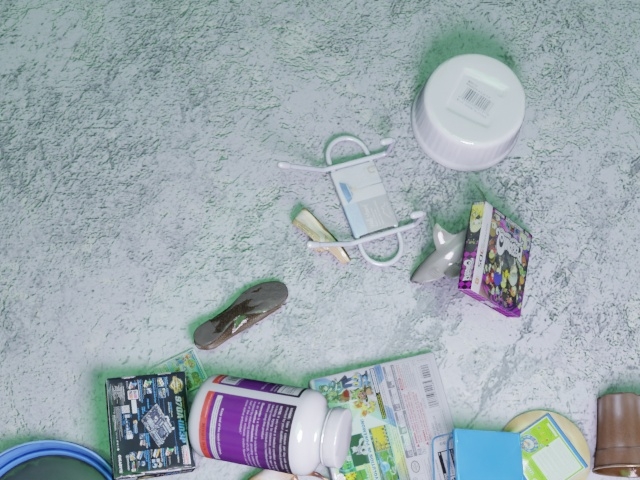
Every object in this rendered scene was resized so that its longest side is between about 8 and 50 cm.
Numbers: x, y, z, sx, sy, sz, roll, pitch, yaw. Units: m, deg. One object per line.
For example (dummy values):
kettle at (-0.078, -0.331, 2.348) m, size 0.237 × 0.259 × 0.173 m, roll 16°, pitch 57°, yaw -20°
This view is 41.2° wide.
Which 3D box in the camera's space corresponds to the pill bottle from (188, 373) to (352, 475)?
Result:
pill bottle at (-0.104, 0.394, 1.804) m, size 0.323 × 0.181 × 0.181 m, roll 6°, pitch 74°, yaw 18°

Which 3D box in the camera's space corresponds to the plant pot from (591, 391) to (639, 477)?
plant pot at (0.680, 0.428, 1.877) m, size 0.167 × 0.167 × 0.165 m, roll 3°, pitch 68°, yaw -1°

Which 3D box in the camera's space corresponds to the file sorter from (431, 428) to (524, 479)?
file sorter at (0.338, 0.478, 1.842) m, size 0.170 × 0.104 × 0.118 m, roll 9°, pitch 68°, yaw -24°

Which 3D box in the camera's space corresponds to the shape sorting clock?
shape sorting clock at (0.498, 0.487, 1.908) m, size 0.206 × 0.040 × 0.206 m, roll -1°, pitch 72°, yaw 3°

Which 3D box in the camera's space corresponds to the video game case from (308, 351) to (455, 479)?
video game case at (0.154, 0.440, 1.897) m, size 0.300 × 0.036 × 0.328 m, roll -11°, pitch 76°, yaw -12°

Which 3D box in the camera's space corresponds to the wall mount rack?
wall mount rack at (0.067, -0.103, 1.996) m, size 0.304 × 0.130 × 0.350 m, roll -16°, pitch 74°, yaw -15°

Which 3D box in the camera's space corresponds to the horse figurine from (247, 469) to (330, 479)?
horse figurine at (-0.096, 0.545, 1.862) m, size 0.263 × 0.066 × 0.174 m, roll -41°, pitch 87°, yaw -14°

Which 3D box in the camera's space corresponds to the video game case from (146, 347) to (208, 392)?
video game case at (-0.326, 0.311, 1.945) m, size 0.122 × 0.011 × 0.087 m, roll -25°, pitch 77°, yaw -8°

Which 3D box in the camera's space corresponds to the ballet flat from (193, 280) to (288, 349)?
ballet flat at (-0.182, 0.178, 1.969) m, size 0.250 × 0.058 × 0.084 m, roll -34°, pitch 57°, yaw -16°

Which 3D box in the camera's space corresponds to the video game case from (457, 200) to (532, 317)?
video game case at (0.403, 0.047, 1.946) m, size 0.042 × 0.232 × 0.210 m, roll -1°, pitch 70°, yaw 42°

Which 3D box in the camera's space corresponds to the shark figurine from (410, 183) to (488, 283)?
shark figurine at (0.314, -0.014, 1.963) m, size 0.278 × 0.166 × 0.116 m, roll -45°, pitch 103°, yaw -9°

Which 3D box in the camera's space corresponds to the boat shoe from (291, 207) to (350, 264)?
boat shoe at (0.000, 0.000, 2.020) m, size 0.059 × 0.063 × 0.170 m, roll -43°, pitch 81°, yaw 3°

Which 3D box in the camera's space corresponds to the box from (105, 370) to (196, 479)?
box at (-0.372, 0.402, 1.853) m, size 0.175 × 0.051 × 0.220 m, roll -3°, pitch 69°, yaw -20°

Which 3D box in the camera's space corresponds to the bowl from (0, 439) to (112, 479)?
bowl at (-0.587, 0.626, 1.818) m, size 0.391 × 0.077 × 0.391 m, roll 0°, pitch 75°, yaw -2°

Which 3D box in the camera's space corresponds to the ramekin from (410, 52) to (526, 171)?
ramekin at (0.366, -0.319, 2.075) m, size 0.277 × 0.135 × 0.277 m, roll 0°, pitch 75°, yaw -1°
